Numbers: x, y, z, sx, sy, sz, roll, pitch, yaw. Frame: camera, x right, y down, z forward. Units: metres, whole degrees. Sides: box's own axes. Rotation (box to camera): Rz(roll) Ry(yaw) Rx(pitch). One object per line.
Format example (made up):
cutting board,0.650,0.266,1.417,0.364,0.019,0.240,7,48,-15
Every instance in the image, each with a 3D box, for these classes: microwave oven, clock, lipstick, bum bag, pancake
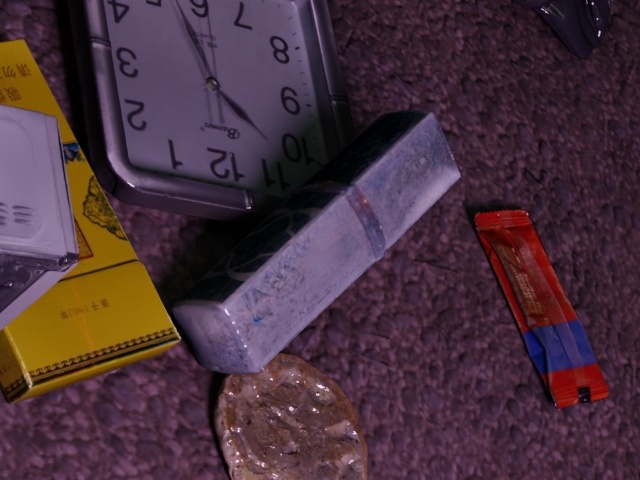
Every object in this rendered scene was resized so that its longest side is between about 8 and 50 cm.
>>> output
microwave oven,-0.279,0.005,1.319,0.162,0.208,0.122,9,58,-38
clock,-0.093,-0.137,1.700,0.273,0.049,0.279,10,57,-37
lipstick,0.000,0.000,1.615,0.290,0.077,0.076,-44,120,-34
bum bag,0.220,-0.297,2.080,0.248,0.060,0.123,34,44,-21
pancake,-0.024,0.159,1.579,0.152,0.025,0.151,23,49,-30

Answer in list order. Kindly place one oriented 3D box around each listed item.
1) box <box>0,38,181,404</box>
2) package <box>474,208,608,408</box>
box,-0.231,-0.021,1.508,0.153,0.041,0.279,-16,74,-48
package,0.206,0.061,1.850,0.083,0.022,0.200,-6,68,-43
